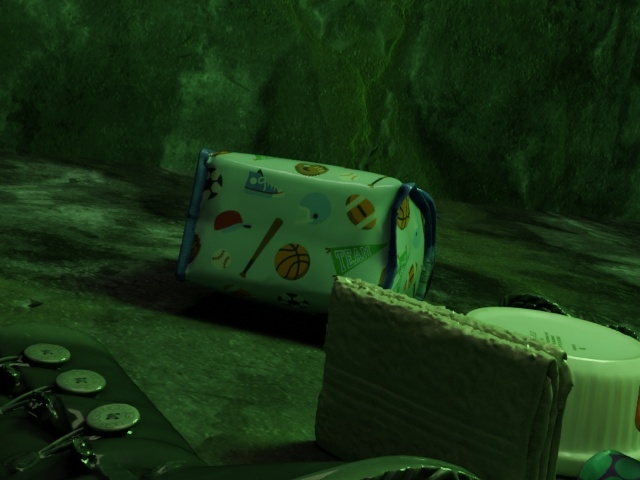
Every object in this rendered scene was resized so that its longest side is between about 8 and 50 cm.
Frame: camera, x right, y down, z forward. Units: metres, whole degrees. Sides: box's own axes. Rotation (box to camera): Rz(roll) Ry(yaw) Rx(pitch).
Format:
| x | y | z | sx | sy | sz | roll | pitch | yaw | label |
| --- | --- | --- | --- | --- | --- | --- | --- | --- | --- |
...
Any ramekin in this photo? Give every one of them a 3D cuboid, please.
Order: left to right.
| x | y | z | sx | sy | sz | roll | pitch | yaw | label |
| --- | --- | --- | --- | --- | --- | --- | --- | --- | --- |
| 0.263 | 0.166 | 1.340 | 0.272 | 0.127 | 0.273 | 9 | 10 | -2 | ramekin |

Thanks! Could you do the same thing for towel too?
| x | y | z | sx | sy | sz | roll | pitch | yaw | label |
| --- | --- | --- | --- | --- | --- | --- | --- | --- | --- |
| 0.108 | 0.154 | 1.102 | 0.282 | 0.187 | 0.049 | 19 | 18 | 41 | towel |

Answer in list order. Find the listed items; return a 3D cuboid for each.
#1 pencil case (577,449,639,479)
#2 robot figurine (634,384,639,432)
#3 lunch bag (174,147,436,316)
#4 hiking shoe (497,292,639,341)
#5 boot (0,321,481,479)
| x | y | z | sx | sy | sz | roll | pitch | yaw | label |
| --- | --- | --- | --- | --- | --- | --- | --- | --- | --- |
| 0.314 | 0.253 | 1.082 | 0.064 | 0.070 | 0.151 | 44 | -13 | -31 | pencil case |
| 0.408 | 0.209 | 1.132 | 0.219 | 0.158 | 0.128 | 37 | 3 | -10 | robot figurine |
| 0.000 | 0.000 | 1.768 | 0.327 | 0.239 | 0.385 | 11 | -6 | 15 | lunch bag |
| 0.381 | 0.142 | 1.767 | 0.227 | 0.086 | 0.114 | 20 | 0 | 26 | hiking shoe |
| -0.117 | 0.183 | 0.925 | 0.367 | 0.146 | 0.445 | 5 | 6 | -33 | boot |
